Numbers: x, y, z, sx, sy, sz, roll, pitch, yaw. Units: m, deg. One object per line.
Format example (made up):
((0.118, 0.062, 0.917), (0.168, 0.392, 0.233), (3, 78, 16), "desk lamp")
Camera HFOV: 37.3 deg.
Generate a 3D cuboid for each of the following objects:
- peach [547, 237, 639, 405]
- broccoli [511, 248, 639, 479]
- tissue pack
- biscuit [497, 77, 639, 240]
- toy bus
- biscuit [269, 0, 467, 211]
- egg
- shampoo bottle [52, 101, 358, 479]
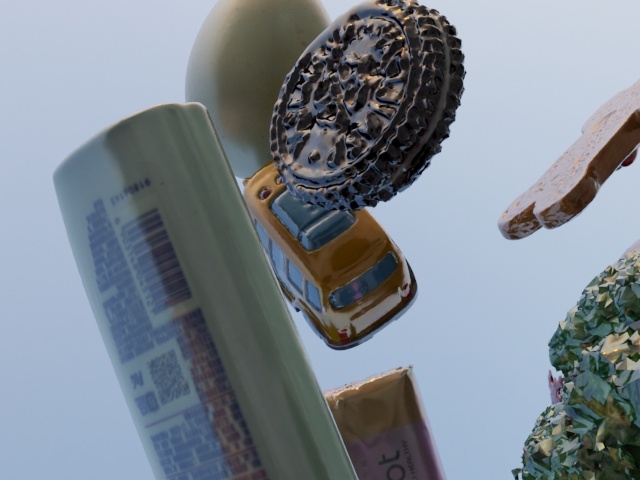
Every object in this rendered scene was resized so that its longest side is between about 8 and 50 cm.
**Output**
((0.425, 0.148, 1.027), (0.370, 0.370, 0.370), (15, -120, -27), "peach")
((0.214, 0.117, 0.407), (0.270, 0.270, 0.270), (24, -125, -22), "broccoli")
((0.045, 0.299, 1.137), (0.215, 0.123, 0.256), (-15, -95, -7), "tissue pack")
((0.324, -0.121, 0.989), (0.049, 0.205, 0.324), (43, -101, -3), "biscuit")
((0.000, 0.000, 1.019), (0.126, 0.136, 0.209), (-34, -125, -10), "toy bus")
((0.035, -0.113, 0.784), (0.053, 0.194, 0.194), (26, -126, -40), "biscuit")
((-0.065, -0.196, 1.130), (0.189, 0.188, 0.253), (7, -97, -31), "egg")
((-0.059, 0.106, 0.572), (0.078, 0.134, 0.359), (-14, -100, -55), "shampoo bottle")
